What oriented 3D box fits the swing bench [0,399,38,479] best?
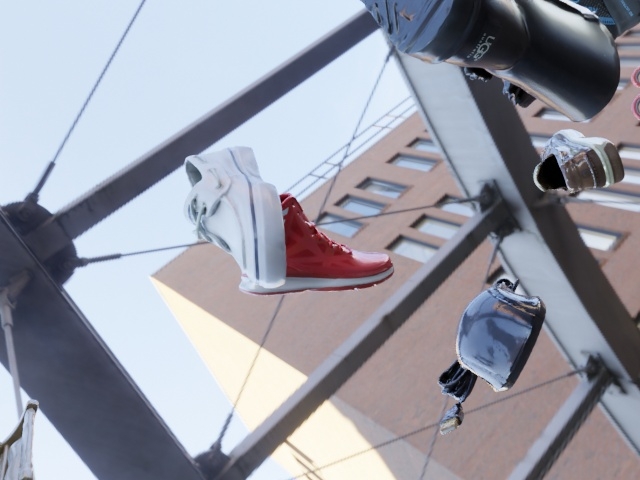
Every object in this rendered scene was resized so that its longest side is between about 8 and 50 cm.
[{"bbox_3d":[-0.492,0.258,0.748,0.255,0.253,0.165,34,-98,-22],"label":"swing bench"}]

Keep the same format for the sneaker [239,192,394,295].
[{"bbox_3d":[0.000,0.000,0.815,0.221,0.087,0.128,-5,-84,-30],"label":"sneaker"}]

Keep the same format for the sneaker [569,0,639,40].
[{"bbox_3d":[0.317,-0.394,0.901,0.341,0.125,0.140,40,-68,-17],"label":"sneaker"}]

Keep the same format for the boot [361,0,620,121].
[{"bbox_3d":[0.126,-0.208,0.529,0.207,0.246,0.094,9,-45,-36],"label":"boot"}]

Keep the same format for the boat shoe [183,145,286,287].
[{"bbox_3d":[-0.083,-0.022,0.555,0.076,0.226,0.083,-5,-66,-13],"label":"boat shoe"}]

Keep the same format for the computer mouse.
[{"bbox_3d":[0.155,0.122,0.648,0.184,0.060,0.262,-66,-10,6],"label":"computer mouse"}]

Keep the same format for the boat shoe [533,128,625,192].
[{"bbox_3d":[0.384,-0.122,0.998,0.095,0.257,0.095,-23,-86,7],"label":"boat shoe"}]

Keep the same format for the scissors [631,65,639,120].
[{"bbox_3d":[0.705,-0.250,1.102,0.021,0.297,0.109,0,-78,-63],"label":"scissors"}]
